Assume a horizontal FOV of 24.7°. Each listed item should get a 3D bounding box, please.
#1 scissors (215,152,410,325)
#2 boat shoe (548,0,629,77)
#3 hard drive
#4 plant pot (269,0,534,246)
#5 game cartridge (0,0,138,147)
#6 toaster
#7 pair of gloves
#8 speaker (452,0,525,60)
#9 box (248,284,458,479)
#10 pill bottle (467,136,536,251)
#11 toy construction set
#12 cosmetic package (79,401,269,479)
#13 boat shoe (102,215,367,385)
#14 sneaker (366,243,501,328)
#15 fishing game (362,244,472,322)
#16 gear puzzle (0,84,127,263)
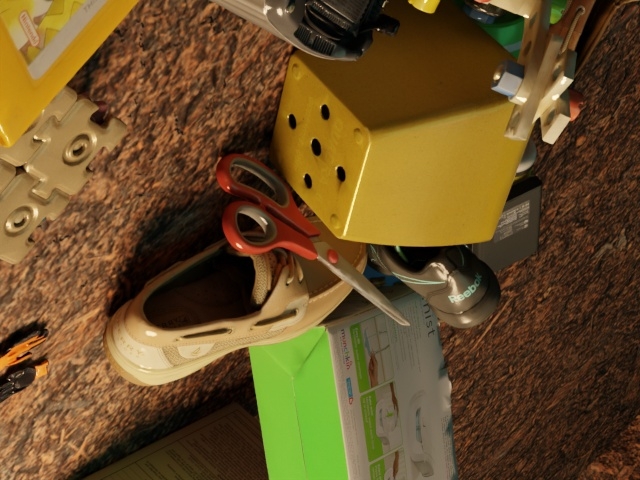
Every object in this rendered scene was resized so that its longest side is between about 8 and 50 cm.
[{"bbox_3d":[0.000,0.000,1.555,0.021,0.109,0.297,-26,142,37],"label":"scissors"},{"bbox_3d":[0.347,-0.329,1.749,0.324,0.120,0.122,-56,154,11],"label":"boat shoe"},{"bbox_3d":[0.237,-0.015,1.862,0.094,0.022,0.135,-25,142,-15],"label":"hard drive"},{"bbox_3d":[0.069,-0.117,1.511,0.187,0.212,0.212,-16,139,-32],"label":"plant pot"},{"bbox_3d":[-0.171,-0.262,1.031,0.323,0.053,0.285,-51,156,-20],"label":"game cartridge"},{"bbox_3d":[-0.029,-0.226,1.133,0.129,0.146,0.227,-64,158,6],"label":"toaster"},{"bbox_3d":[-0.297,0.123,1.437,0.074,0.010,0.083,-33,152,-35],"label":"pair of gloves"},{"bbox_3d":[0.167,-0.166,1.668,0.131,0.131,0.296,-35,150,-30],"label":"speaker"},{"bbox_3d":[0.047,0.202,1.751,0.231,0.127,0.262,-19,103,-53],"label":"box"},{"bbox_3d":[0.208,-0.060,1.897,0.103,0.103,0.184,-29,147,-37],"label":"pill bottle"},{"bbox_3d":[0.119,-0.234,1.347,0.151,0.328,0.215,-50,-161,17],"label":"toy construction set"},{"bbox_3d":[-0.170,0.329,1.741,0.309,0.160,0.113,-22,143,-43],"label":"cosmetic package"},{"bbox_3d":[-0.067,0.047,1.551,0.341,0.121,0.110,-28,165,-36],"label":"boat shoe"},{"bbox_3d":[0.103,-0.003,1.659,0.101,0.267,0.106,-47,128,-4],"label":"sneaker"},{"bbox_3d":[0.114,0.059,1.900,0.189,0.041,0.264,-13,146,-8],"label":"fishing game"},{"bbox_3d":[-0.296,-0.089,1.134,0.175,0.044,0.339,-50,151,3],"label":"gear puzzle"}]
